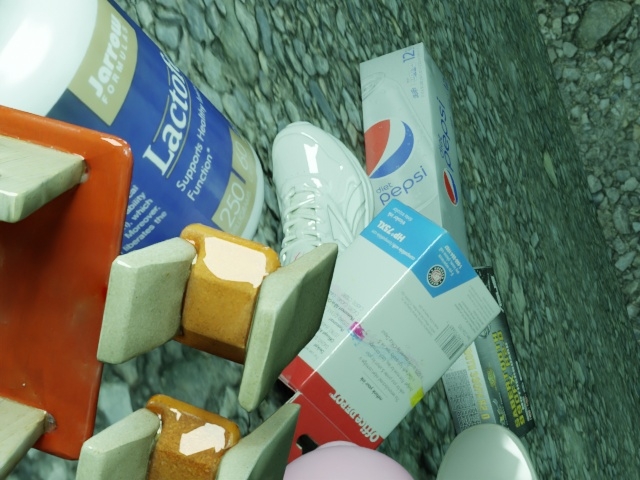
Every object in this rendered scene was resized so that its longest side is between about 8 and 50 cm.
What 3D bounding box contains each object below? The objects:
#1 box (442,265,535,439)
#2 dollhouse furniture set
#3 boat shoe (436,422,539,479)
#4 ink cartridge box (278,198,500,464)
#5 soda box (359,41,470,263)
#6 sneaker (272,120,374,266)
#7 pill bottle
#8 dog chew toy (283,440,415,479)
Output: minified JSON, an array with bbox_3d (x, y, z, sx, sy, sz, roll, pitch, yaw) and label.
[{"bbox_3d":[0.206,0.151,1.432,0.183,0.056,0.231,1,74,-67],"label":"box"},{"bbox_3d":[-0.139,0.070,0.492,0.135,0.262,0.259,-39,144,-68],"label":"dollhouse furniture set"},{"bbox_3d":[0.209,0.376,1.228,0.158,0.127,0.341,25,59,-69],"label":"boat shoe"},{"bbox_3d":[0.037,0.095,0.964,0.078,0.231,0.134,37,-10,46],"label":"ink cartridge box"},{"bbox_3d":[0.113,-0.096,1.345,0.098,0.091,0.286,44,37,-51],"label":"soda box"},{"bbox_3d":[0.000,0.000,1.031,0.115,0.090,0.232,-15,87,-64],"label":"sneaker"},{"bbox_3d":[-0.159,-0.071,0.630,0.265,0.153,0.153,45,36,-48],"label":"pill bottle"},{"bbox_3d":[0.024,0.286,0.758,0.206,0.206,0.332,52,23,-40],"label":"dog chew toy"}]
